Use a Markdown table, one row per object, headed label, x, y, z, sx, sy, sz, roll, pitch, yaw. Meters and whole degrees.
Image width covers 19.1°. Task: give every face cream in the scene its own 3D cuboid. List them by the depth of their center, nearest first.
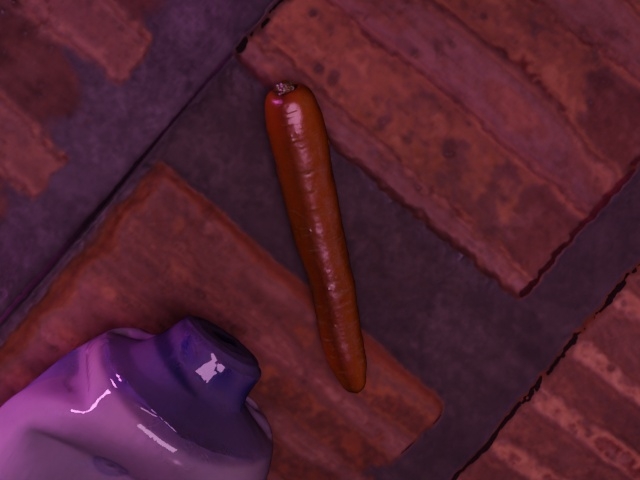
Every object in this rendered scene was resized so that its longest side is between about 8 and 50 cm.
| label | x | y | z | sx | sy | sz | roll | pitch | yaw |
| --- | --- | --- | --- | --- | --- | --- | --- | --- | --- |
| face cream | -0.182 | 0.233 | 1.396 | 0.234 | 0.137 | 0.420 | 31 | 108 | -16 |

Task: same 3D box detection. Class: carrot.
| label | x | y | z | sx | sy | sz | roll | pitch | yaw |
| --- | --- | --- | --- | --- | --- | --- | --- | --- | --- |
| carrot | 0.000 | 0.000 | 1.384 | 0.043 | 0.043 | 0.248 | -14 | 109 | -4 |
